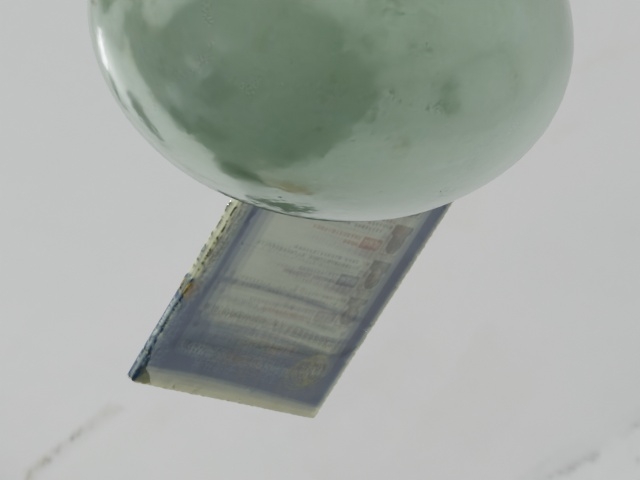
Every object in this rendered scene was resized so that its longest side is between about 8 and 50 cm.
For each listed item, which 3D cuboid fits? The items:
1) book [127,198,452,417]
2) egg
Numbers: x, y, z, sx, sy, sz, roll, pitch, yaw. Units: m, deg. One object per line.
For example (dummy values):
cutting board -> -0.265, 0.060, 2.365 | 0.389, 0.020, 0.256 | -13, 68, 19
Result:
book -> 0.000, 0.000, 1.456 | 0.228, 0.018, 0.322 | 18, -71, -47
egg -> 0.010, -0.111, 0.912 | 0.282, 0.203, 0.203 | 8, -33, -40
